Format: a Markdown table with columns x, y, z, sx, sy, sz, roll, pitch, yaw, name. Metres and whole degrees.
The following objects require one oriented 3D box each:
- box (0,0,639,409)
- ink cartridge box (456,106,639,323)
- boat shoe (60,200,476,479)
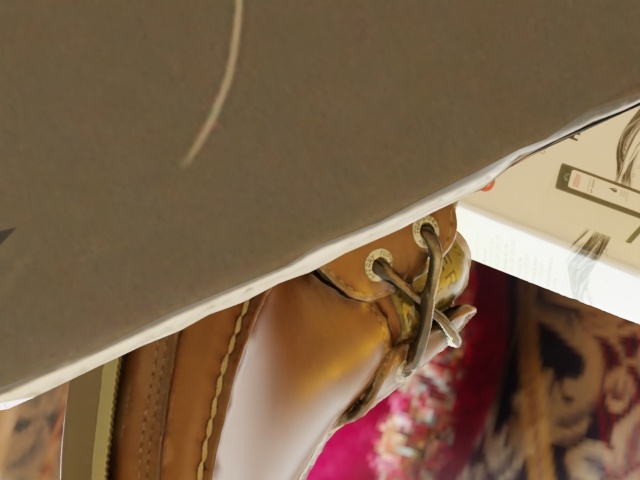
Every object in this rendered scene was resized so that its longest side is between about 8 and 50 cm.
| x | y | z | sx | sy | sz | roll | pitch | yaw | name |
| --- | --- | --- | --- | --- | --- | --- | --- | --- | --- |
| -0.130 | -0.226 | 0.398 | 0.479 | 0.297 | 0.472 | -24 | 108 | -7 | box |
| 0.201 | -0.036 | 1.173 | 0.203 | 0.148 | 0.086 | 21 | 160 | 12 | ink cartridge box |
| 0.000 | 0.000 | 0.584 | 0.104 | 0.307 | 0.111 | 6 | 139 | 11 | boat shoe |
